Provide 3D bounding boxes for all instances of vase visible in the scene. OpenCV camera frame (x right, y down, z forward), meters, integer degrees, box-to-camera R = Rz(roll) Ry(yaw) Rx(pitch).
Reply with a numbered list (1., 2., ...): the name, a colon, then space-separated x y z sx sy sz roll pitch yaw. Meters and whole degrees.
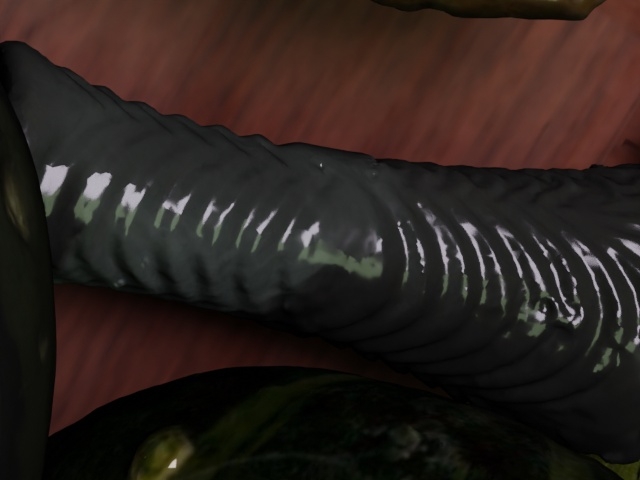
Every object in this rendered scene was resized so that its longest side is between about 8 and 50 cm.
1. vase: 0.000 0.000 0.558 0.237 0.115 0.115 15 104 -24

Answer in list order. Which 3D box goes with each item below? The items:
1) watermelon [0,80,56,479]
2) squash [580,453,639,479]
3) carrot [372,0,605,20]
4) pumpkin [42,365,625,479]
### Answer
1. watermelon: -0.202 0.039 0.376 0.279 0.279 0.359 19 108 -29
2. squash: 0.132 0.087 0.653 0.094 0.094 0.341 5 107 -25
3. carrot: -0.028 -0.151 0.465 0.302 0.139 0.138 14 104 -20
4. pumpkin: 0.017 0.165 0.514 0.300 0.300 0.207 42 68 -31
